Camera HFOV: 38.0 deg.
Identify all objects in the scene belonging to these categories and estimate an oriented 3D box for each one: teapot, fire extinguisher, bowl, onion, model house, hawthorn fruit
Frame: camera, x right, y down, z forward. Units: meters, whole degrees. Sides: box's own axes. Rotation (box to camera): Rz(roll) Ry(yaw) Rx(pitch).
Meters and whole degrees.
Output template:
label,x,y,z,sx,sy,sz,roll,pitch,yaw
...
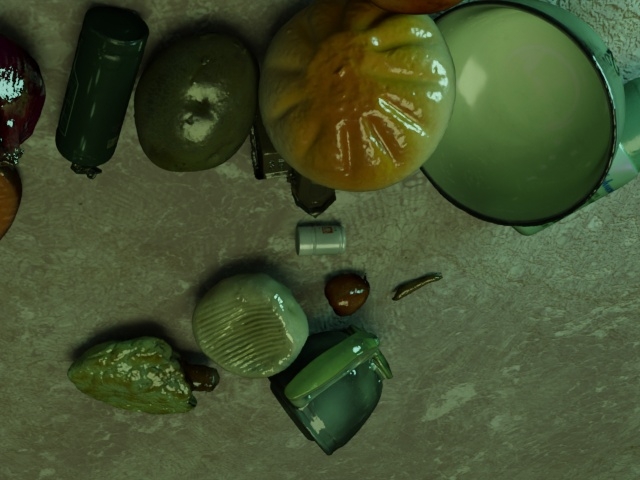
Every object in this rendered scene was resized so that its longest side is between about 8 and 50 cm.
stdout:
label,x,y,z,sx,sy,sz,roll,pitch,yaw
teapot,0.013,0.267,1.914,0.239,0.239,0.321,-38,137,-5
fire extinguisher,-0.338,-0.206,1.416,0.095,0.114,0.311,39,129,12
bowl,0.314,-0.215,1.435,0.185,0.354,0.353,-36,159,-45
onion,-0.461,-0.185,1.322,0.140,0.218,0.195,-5,138,-49
model house,-0.021,-0.112,1.558,0.181,0.176,0.248,-8,154,-5
hawthorn fruit,0.058,0.102,1.847,0.093,0.081,0.081,-29,135,6

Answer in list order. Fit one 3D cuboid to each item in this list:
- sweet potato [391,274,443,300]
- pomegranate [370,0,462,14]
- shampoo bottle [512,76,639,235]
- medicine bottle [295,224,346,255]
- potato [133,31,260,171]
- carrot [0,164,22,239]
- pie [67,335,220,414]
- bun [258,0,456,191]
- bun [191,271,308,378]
label,x,y,z,sx,sy,sz,roll,pitch,yaw
sweet potato,0.195,0.092,1.905,0.115,0.026,0.026,-27,136,9
pomegranate,0.129,-0.400,1.234,0.209,0.209,0.209,-6,137,-6
shampoo bottle,0.465,-0.152,1.607,0.350,0.151,0.222,-31,150,19
medicine bottle,0.000,0.000,1.737,0.089,0.057,0.057,-3,137,-11
potato,-0.185,-0.209,1.406,0.178,0.160,0.235,11,126,-51
carrot,-0.635,-0.052,1.509,0.307,0.100,0.258,-23,139,9
pie,-0.377,0.291,1.933,0.257,0.105,0.274,-26,136,28
bun,0.046,-0.222,1.327,0.299,0.298,0.165,-23,175,11
bun,-0.131,0.158,1.812,0.231,0.133,0.231,5,112,12
